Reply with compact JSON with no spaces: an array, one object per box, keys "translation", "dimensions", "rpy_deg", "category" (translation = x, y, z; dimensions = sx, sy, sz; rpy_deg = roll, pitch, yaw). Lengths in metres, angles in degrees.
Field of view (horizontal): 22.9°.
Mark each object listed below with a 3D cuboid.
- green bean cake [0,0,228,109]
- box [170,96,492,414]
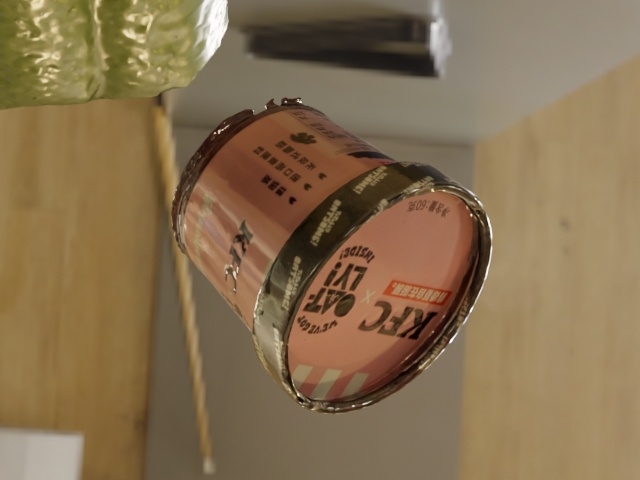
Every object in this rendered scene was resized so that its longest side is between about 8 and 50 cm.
[{"translation":[-0.168,-0.150,0.588],"dimensions":[0.248,0.222,0.125],"rpy_deg":[-14,153,-9],"category":"green bean cake"},{"translation":[0.000,0.000,0.906],"dimensions":[0.151,0.151,0.135],"rpy_deg":[6,-152,-48],"category":"box"}]
